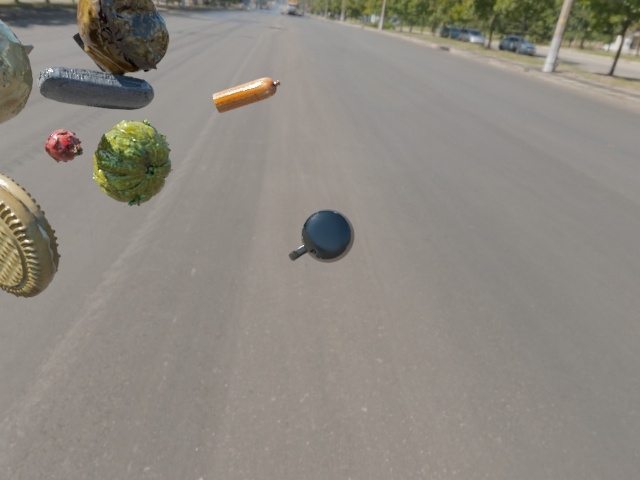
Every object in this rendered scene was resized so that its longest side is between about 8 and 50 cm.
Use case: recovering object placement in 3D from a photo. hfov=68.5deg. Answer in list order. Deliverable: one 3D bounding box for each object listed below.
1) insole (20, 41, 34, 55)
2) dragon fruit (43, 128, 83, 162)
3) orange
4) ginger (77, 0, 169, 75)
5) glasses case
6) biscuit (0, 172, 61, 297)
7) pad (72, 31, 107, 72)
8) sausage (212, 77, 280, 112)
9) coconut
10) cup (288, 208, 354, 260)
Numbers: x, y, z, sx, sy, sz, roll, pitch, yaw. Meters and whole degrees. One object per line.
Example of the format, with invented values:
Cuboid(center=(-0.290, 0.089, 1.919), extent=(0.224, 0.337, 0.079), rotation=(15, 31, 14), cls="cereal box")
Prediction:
Cuboid(center=(-0.887, -0.539, 1.349), extent=(0.012, 0.110, 0.309), rotation=(43, 7, -26), cls="insole")
Cuboid(center=(-1.109, -0.402, 2.058), extent=(0.111, 0.153, 0.153), rotation=(26, 30, 27), cls="dragon fruit")
Cuboid(center=(-0.682, -0.284, 1.685), extent=(0.223, 0.301, 0.300), rotation=(20, 36, 15), cls="orange")
Cuboid(center=(-0.521, -0.562, 1.207), extent=(0.223, 0.200, 0.269), rotation=(11, -20, 26), cls="ginger")
Cuboid(center=(-0.582, -0.395, 1.235), extent=(0.282, 0.067, 0.109), rotation=(-3, -17, -40), cls="glasses case")
Cuboid(center=(-0.591, -0.011, 0.880), extent=(0.259, 0.259, 0.079), rotation=(17, 34, 20), cls="biscuit")
Cuboid(center=(-0.651, -0.645, 1.523), extent=(0.233, 0.174, 0.022), rotation=(-28, 38, 11), cls="pad")
Cuboid(center=(-0.246, -0.500, 1.601), extent=(0.234, 0.071, 0.071), rotation=(-14, 23, 10), cls="sausage")
Cuboid(center=(-0.766, -0.366, 0.973), extent=(0.254, 0.297, 0.297), rotation=(-16, 9, 36), cls="coconut")
Cuboid(center=(0.000, 0.000, 1.446), extent=(0.223, 0.169, 0.176), rotation=(-32, -1, 0), cls="cup")
